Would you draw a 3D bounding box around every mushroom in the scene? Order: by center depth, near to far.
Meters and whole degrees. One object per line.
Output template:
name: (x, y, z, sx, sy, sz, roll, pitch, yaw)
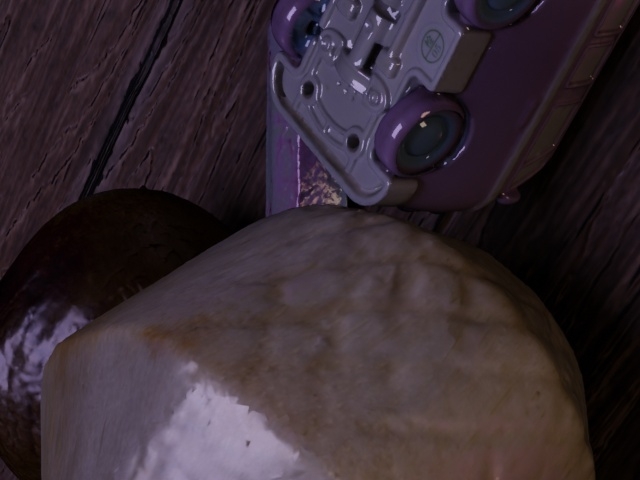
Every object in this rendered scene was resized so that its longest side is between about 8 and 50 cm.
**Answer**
mushroom: (-0.124, 0.084, 1.117, 0.138, 0.194, 0.231, 9, 110, 50)

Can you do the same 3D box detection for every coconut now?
coconut: (-0.021, 0.137, 0.890, 0.329, 0.329, 0.328, 5, 96, 49)

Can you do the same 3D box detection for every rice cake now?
rice cake: (-0.002, 0.001, 1.074, 0.081, 0.051, 0.290, 4, 96, 50)

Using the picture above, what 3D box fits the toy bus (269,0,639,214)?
toy bus: (0.076, -0.121, 0.903, 0.142, 0.142, 0.202, 51, 128, 35)
